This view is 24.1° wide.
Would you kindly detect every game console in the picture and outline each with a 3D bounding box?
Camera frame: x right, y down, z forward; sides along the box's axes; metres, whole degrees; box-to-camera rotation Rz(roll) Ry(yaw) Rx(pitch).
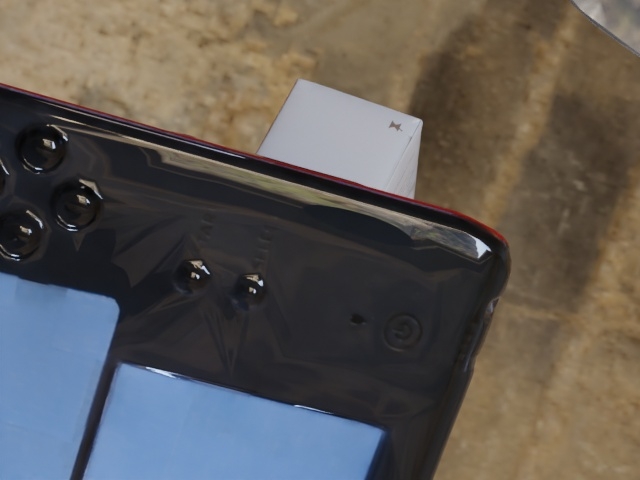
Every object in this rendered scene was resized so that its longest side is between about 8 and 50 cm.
[{"bbox_3d":[-0.126,0.124,0.708,0.060,0.342,0.386,-92,-160,-71],"label":"game console"}]

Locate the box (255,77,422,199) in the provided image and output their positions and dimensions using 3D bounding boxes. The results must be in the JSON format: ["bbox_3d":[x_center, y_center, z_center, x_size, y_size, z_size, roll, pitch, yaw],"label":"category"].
[{"bbox_3d":[0.000,0.000,1.016,0.170,0.091,0.130,92,22,-56],"label":"box"}]

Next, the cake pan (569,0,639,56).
[{"bbox_3d":[0.173,-0.162,0.543,0.054,0.293,0.293,-49,-167,-34],"label":"cake pan"}]
